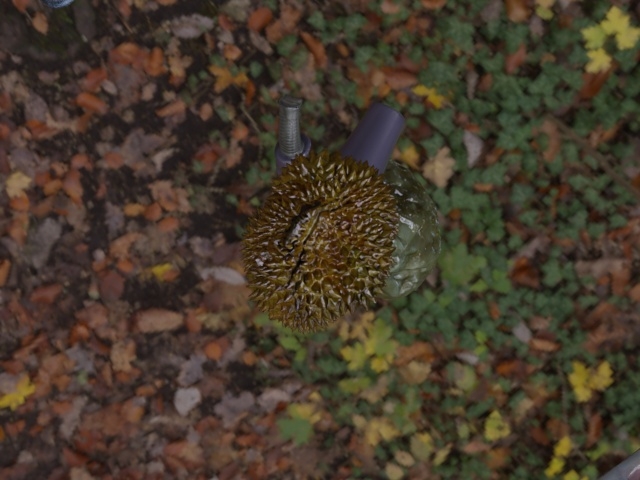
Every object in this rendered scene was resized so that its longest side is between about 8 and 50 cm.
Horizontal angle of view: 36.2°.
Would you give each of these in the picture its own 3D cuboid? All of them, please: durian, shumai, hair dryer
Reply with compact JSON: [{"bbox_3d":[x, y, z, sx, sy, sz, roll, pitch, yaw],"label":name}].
[{"bbox_3d":[0.000,0.000,0.828,0.137,0.158,0.168,5,171,-4],"label":"durian"},{"bbox_3d":[0.088,-0.005,1.606,0.189,0.218,0.256,-32,101,23],"label":"shumai"},{"bbox_3d":[0.009,-0.110,1.350,0.301,0.121,0.361,-61,160,-13],"label":"hair dryer"}]

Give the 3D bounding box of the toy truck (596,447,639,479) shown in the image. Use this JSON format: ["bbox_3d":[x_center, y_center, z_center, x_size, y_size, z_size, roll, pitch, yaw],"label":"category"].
[{"bbox_3d":[0.078,0.271,0.470,0.388,0.173,0.207,-35,128,-1],"label":"toy truck"}]

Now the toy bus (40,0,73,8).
[{"bbox_3d":[-0.200,-0.313,0.943,0.330,0.135,0.109,-2,165,11],"label":"toy bus"}]
